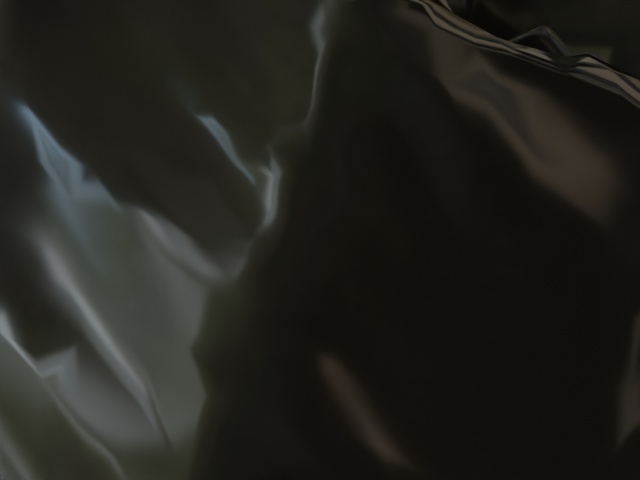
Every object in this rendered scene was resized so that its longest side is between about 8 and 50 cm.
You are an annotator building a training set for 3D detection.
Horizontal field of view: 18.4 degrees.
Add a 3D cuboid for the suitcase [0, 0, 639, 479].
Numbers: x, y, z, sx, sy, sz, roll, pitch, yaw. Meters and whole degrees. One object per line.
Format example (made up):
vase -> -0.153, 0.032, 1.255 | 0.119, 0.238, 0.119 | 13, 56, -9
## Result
suitcase -> 0.000, 0.000, 0.476 | 0.194, 0.283, 0.434 | -5, -62, -55
